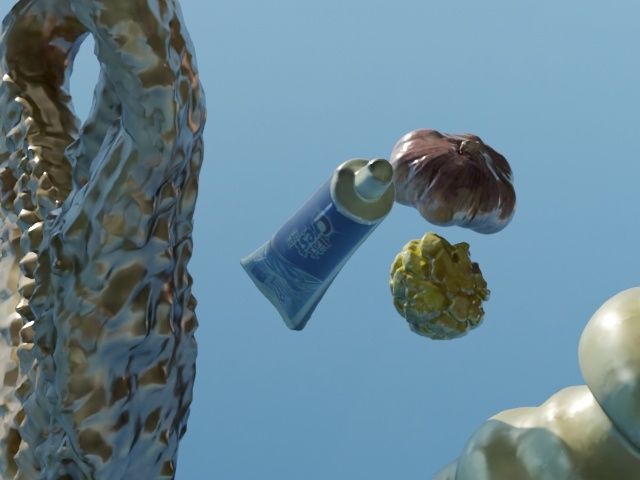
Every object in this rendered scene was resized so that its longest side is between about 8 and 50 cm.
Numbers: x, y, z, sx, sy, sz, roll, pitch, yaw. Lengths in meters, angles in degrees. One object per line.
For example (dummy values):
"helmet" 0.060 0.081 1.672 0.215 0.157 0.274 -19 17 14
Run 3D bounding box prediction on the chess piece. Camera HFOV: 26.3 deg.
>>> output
"chess piece" 0.211 0.110 0.863 0.182 0.330 0.182 23 -150 -14

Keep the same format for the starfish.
"starfish" -0.078 0.047 0.437 0.082 0.432 0.324 7 -82 -14

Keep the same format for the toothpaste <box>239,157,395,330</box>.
"toothpaste" -0.001 0.000 1.038 0.069 0.268 0.047 22 -116 -10

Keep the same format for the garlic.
"garlic" 0.158 -0.074 1.591 0.159 0.102 0.147 25 -151 -1

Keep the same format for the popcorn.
"popcorn" 0.135 0.053 1.527 0.120 0.116 0.106 29 179 19
